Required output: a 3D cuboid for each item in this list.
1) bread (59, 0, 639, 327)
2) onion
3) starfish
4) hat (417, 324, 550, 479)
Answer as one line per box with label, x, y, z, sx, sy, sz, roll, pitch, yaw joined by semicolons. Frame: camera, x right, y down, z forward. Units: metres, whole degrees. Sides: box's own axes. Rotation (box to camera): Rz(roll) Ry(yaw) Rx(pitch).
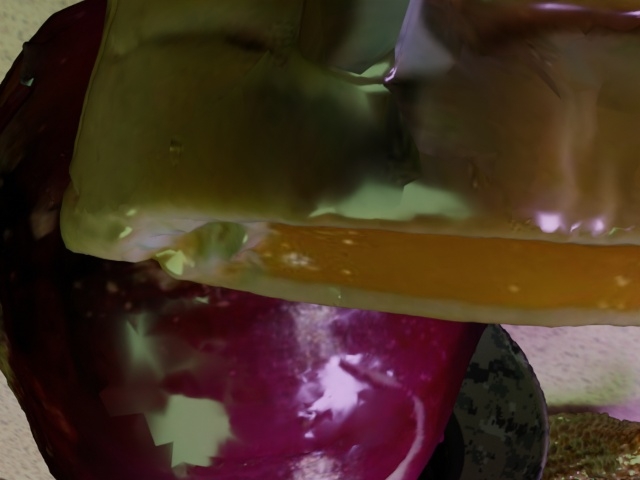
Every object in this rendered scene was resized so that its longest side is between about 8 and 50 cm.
bread;0.055;-0.136;0.757;0.301;0.341;0.210;11;180;8
onion;0.000;0.000;1.049;0.385;0.347;0.347;-14;143;-7
starfish;0.193;0.199;1.356;0.294;0.084;0.301;0;134;37
hat;0.022;0.145;1.257;0.266;0.265;0.128;14;151;17
